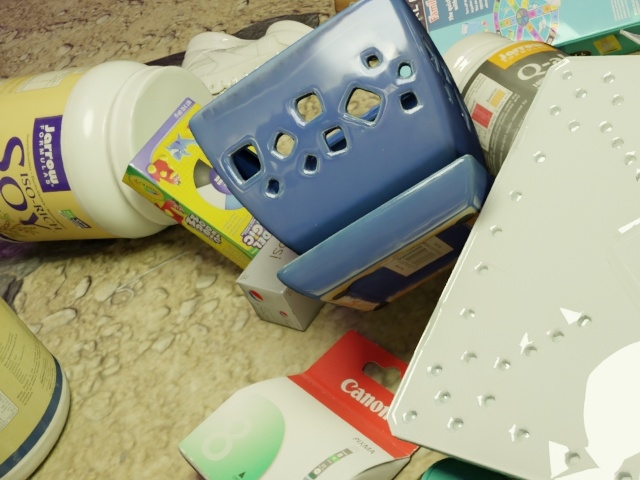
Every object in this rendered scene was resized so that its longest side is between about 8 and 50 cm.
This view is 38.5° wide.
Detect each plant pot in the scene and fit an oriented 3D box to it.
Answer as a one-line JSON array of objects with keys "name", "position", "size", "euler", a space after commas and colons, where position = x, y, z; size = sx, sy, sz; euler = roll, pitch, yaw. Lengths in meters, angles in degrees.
[{"name": "plant pot", "position": [0.048, -0.064, 0.897], "size": [0.236, 0.236, 0.212], "euler": [-31, 72, 13]}]

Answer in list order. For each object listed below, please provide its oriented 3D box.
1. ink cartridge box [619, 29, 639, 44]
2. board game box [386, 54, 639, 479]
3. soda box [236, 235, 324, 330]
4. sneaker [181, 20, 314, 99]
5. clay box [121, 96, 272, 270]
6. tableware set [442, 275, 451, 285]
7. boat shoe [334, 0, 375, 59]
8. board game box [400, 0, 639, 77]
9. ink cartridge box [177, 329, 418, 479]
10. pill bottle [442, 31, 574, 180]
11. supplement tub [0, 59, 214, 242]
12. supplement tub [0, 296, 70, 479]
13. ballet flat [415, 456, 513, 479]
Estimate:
[{"name": "ink cartridge box", "position": [0.431, -0.135, 0.892], "size": [0.224, 0.045, 0.224], "euler": [3, 27, -28]}, {"name": "board game box", "position": [0.287, 0.025, 0.677], "size": [0.390, 0.050, 0.389], "euler": [9, 63, 42]}, {"name": "soda box", "position": [0.000, 0.000, 1.078], "size": [0.074, 0.069, 0.216], "euler": [12, 53, 38]}, {"name": "sneaker", "position": [-0.100, -0.248, 1.413], "size": [0.305, 0.114, 0.152], "euler": [1, 59, 37]}, {"name": "clay box", "position": [-0.110, -0.058, 1.108], "size": [0.127, 0.222, 0.053], "euler": [-57, 4, -31]}, {"name": "tableware set", "position": [0.203, 0.058, 0.929], "size": [0.141, 0.020, 0.168], "euler": [-22, 38, 7]}, {"name": "boat shoe", "position": [0.172, -0.373, 1.360], "size": [0.324, 0.119, 0.122], "euler": [-19, 39, 12]}, {"name": "board game box", "position": [0.248, -0.338, 1.215], "size": [0.336, 0.079, 0.253], "euler": [-13, 72, 19]}, {"name": "ink cartridge box", "position": [-0.002, 0.179, 0.888], "size": [0.225, 0.056, 0.181], "euler": [-43, 41, -17]}, {"name": "pill bottle", "position": [0.241, -0.125, 1.001], "size": [0.162, 0.162, 0.278], "euler": [-33, 38, -6]}, {"name": "supplement tub", "position": [-0.322, -0.119, 1.267], "size": [0.332, 0.241, 0.241], "euler": [-2, 44, 30]}, {"name": "supplement tub", "position": [-0.447, 0.125, 0.999], "size": [0.229, 0.316, 0.228], "euler": [-17, 39, 14]}, {"name": "ballet flat", "position": [0.154, 0.289, 0.616], "size": [0.123, 0.123, 0.348], "euler": [-33, 32, -6]}]
